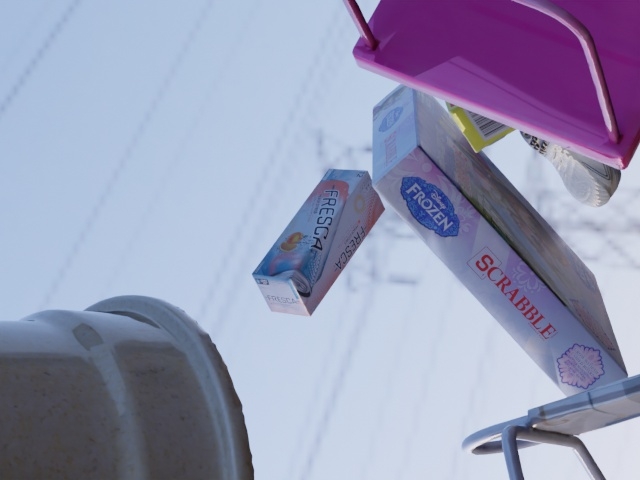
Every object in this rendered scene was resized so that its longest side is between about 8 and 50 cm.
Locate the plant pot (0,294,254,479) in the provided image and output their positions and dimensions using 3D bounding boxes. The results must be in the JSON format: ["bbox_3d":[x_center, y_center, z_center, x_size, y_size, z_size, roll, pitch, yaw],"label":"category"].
[{"bbox_3d":[-0.253,0.169,1.056,0.305,0.334,0.334,13,-101,-33],"label":"plant pot"}]

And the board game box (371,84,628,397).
[{"bbox_3d":[0.180,-0.006,2.018,0.318,0.066,0.319,47,-167,-12],"label":"board game box"}]

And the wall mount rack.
[{"bbox_3d":[0.318,0.194,1.734,0.304,0.350,0.130,19,-124,-60],"label":"wall mount rack"}]

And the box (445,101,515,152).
[{"bbox_3d":[0.140,-0.181,1.733,0.058,0.087,0.232,51,-162,-37],"label":"box"}]

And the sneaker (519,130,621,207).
[{"bbox_3d":[0.329,-0.143,2.581,0.237,0.085,0.086,52,-133,-37],"label":"sneaker"}]

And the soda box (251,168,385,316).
[{"bbox_3d":[0.000,0.000,2.171,0.183,0.058,0.063,-55,-46,-34],"label":"soda box"}]

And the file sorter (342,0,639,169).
[{"bbox_3d":[0.157,-0.237,1.229,0.291,0.202,0.182,-61,-23,-14],"label":"file sorter"}]
